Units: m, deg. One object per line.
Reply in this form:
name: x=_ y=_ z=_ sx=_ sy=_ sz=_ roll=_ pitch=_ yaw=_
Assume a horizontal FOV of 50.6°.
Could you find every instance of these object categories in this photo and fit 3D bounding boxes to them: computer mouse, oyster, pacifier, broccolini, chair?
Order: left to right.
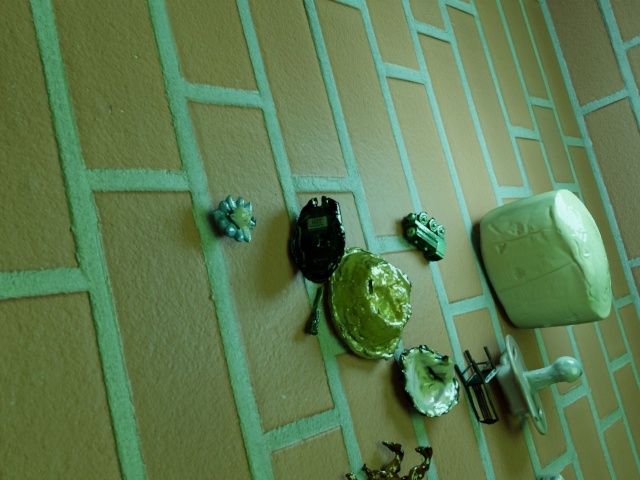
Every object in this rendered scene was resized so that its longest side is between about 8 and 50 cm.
broccolini: x=-0.009 y=0.168 z=1.657 sx=0.030 sy=0.035 sz=0.140 roll=12 pitch=53 yaw=2
computer mouse: x=0.000 y=0.000 z=1.678 sx=0.077 sy=0.146 sz=0.242 roll=53 pitch=33 yaw=-61
oyster: x=0.304 y=0.385 z=1.877 sx=0.259 sy=0.092 sz=0.198 roll=-3 pitch=76 yaw=-39
chair: x=0.497 y=0.442 z=2.065 sx=0.101 sy=0.084 sz=0.212 roll=-31 pitch=98 yaw=-45
pacifier: x=0.678 y=0.452 z=2.165 sx=0.220 sy=0.273 sz=0.332 roll=-24 pitch=92 yaw=-33

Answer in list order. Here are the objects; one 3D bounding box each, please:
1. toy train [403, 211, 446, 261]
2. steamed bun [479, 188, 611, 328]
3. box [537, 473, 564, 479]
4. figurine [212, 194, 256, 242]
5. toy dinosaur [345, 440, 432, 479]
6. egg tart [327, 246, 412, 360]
toy train: x=0.320 y=-0.016 z=2.076 sx=0.170 sy=0.071 sz=0.111 roll=32 pitch=59 yaw=-35
steamed bun: x=0.788 y=0.062 z=2.327 sx=0.290 sy=0.371 sz=0.456 roll=-24 pitch=95 yaw=-51
box: x=0.770 y=0.915 z=2.157 sx=0.274 sy=0.091 sz=0.221 roll=56 pitch=41 yaw=-14
figurine: x=-0.195 y=-0.051 z=1.510 sx=0.114 sy=0.079 sz=0.114 roll=14 pitch=71 yaw=-45
toy dinosaur: x=0.215 y=0.606 z=1.674 sx=0.432 sy=0.097 sz=0.208 roll=31 pitch=67 yaw=-32
egg tart: x=0.148 y=0.157 z=1.771 sx=0.315 sy=0.120 sz=0.315 roll=20 pitch=61 yaw=-41
